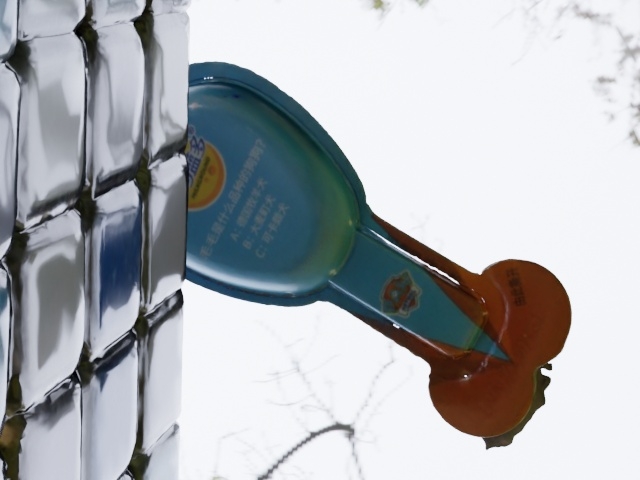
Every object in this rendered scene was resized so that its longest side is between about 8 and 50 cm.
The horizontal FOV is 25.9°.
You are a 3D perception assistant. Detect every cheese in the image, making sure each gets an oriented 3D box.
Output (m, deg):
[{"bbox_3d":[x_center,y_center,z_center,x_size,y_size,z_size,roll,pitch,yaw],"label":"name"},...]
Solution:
[{"bbox_3d":[0.000,0.000,0.653,0.256,0.037,0.106,32,-75,15],"label":"cheese"}]

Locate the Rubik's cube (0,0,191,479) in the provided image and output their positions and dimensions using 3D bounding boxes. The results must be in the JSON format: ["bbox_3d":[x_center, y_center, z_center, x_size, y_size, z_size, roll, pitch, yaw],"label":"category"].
[{"bbox_3d":[-0.215,0.008,0.444,0.287,0.292,0.293,6,-74,12],"label":"Rubik's cube"}]
